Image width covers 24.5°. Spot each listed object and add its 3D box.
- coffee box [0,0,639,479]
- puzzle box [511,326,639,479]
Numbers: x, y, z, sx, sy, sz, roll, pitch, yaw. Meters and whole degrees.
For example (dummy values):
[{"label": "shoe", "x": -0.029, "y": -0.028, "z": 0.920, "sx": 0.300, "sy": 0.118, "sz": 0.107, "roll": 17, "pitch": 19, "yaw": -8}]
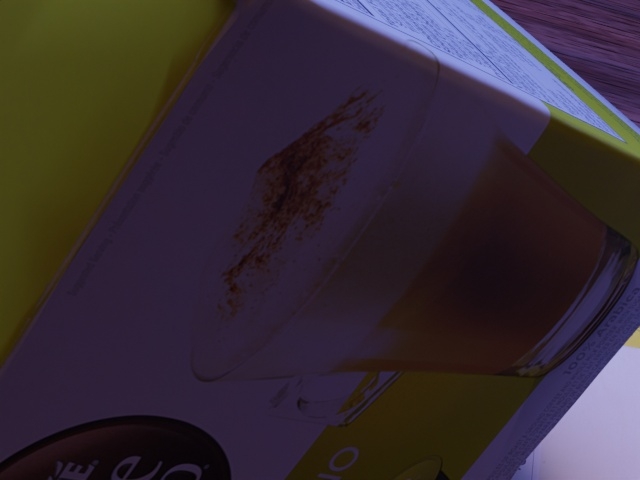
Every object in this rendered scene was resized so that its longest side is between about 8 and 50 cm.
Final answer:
[{"label": "coffee box", "x": -0.083, "y": -0.021, "z": 0.747, "sx": 0.334, "sy": 0.338, "sz": 0.338, "roll": 18, "pitch": 25, "yaw": -45}, {"label": "puzzle box", "x": 0.214, "y": 0.113, "z": 0.870, "sx": 0.272, "sy": 0.052, "sz": 0.409, "roll": 9, "pitch": 53, "yaw": 5}]
